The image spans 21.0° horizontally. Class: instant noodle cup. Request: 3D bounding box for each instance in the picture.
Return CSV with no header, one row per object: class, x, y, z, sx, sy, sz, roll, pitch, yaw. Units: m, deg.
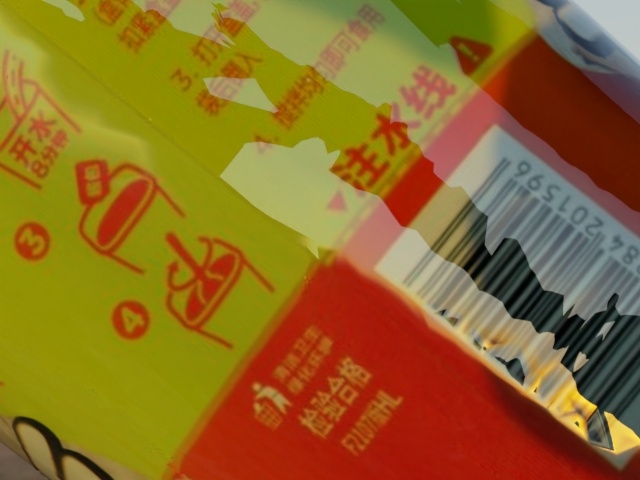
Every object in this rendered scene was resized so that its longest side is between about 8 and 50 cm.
instant noodle cup,0.000,0.000,0.577,0.308,0.294,0.294,40,7,13
